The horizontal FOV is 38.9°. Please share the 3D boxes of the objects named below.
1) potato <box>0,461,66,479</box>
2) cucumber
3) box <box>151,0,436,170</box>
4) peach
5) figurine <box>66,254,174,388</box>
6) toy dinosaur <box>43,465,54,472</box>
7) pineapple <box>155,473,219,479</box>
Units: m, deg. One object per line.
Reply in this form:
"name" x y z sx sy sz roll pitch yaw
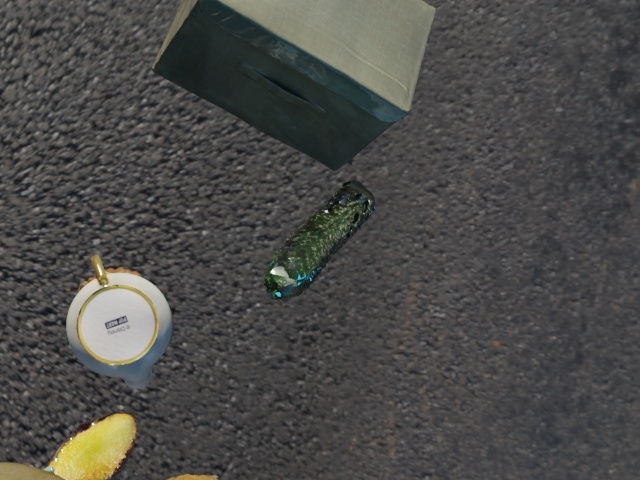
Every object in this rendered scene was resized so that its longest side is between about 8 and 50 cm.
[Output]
"potato" -0.232 0.256 0.687 0.165 0.262 0.165 -49 149 -44
"cucumber" 0.000 -0.001 0.805 0.043 0.044 0.257 46 26 -2
"box" -0.026 -0.204 0.925 0.231 0.149 0.156 26 59 -19
"peach" -0.398 0.401 1.644 0.189 0.279 0.068 -41 112 -15
"figurine" -0.275 0.113 1.249 0.142 0.263 0.190 -13 89 -11
"toy dinosaur" -0.408 0.364 0.870 0.076 0.129 0.383 35 63 11
"pineapple" -0.137 0.474 1.231 0.202 0.202 0.362 -42 129 -20
